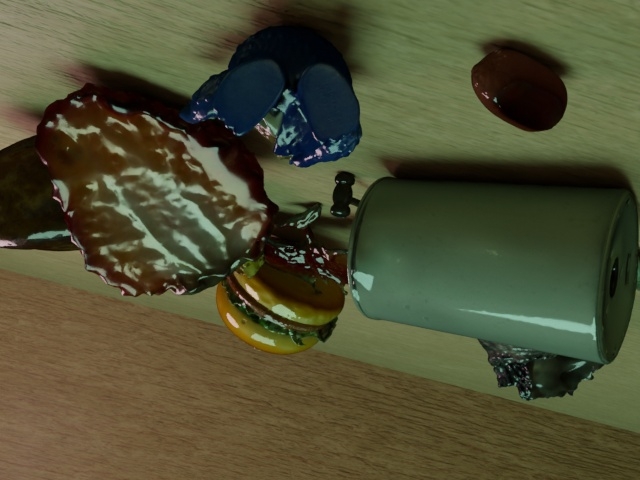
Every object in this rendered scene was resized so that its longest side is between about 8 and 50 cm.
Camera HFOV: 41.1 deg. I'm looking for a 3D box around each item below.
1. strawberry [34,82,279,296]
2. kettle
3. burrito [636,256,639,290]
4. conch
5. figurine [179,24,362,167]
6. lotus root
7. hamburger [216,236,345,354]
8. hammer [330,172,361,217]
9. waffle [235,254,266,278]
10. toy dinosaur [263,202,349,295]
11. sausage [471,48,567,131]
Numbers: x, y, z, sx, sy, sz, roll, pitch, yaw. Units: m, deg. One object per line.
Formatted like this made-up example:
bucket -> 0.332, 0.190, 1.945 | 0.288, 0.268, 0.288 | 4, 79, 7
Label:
strawberry -> -0.218, -0.080, 1.131 | 0.265, 0.149, 0.336 | -34, 122, 13
kettle -> 0.227, 0.010, 1.081 | 0.318, 0.265, 0.205 | 5, 132, 31
burrito -> 0.443, 0.042, 1.235 | 0.118, 0.044, 0.074 | 21, 169, -42
conch -> 0.405, 0.170, 1.570 | 0.240, 0.186, 0.313 | -15, 130, 46
figurine -> -0.034, -0.142, 0.838 | 0.164, 0.121, 0.262 | 18, -179, -19
lotus root -> -0.371, -0.074, 1.269 | 0.290, 0.193, 0.193 | -5, 162, 12
hamburger -> -0.079, 0.115, 1.588 | 0.246, 0.170, 0.246 | 27, -157, -12
hammer -> 0.119, -0.031, 1.270 | 0.029, 0.058, 0.292 | 2, 168, 44
waffle -> -0.190, -0.037, 1.402 | 0.160, 0.055, 0.211 | 27, 159, 29
toy dinosaur -> -0.002, 0.006, 1.454 | 0.327, 0.113, 0.206 | -19, 121, 47
sausage -> 0.177, -0.134, 0.759 | 0.094, 0.059, 0.054 | 21, -152, -29
